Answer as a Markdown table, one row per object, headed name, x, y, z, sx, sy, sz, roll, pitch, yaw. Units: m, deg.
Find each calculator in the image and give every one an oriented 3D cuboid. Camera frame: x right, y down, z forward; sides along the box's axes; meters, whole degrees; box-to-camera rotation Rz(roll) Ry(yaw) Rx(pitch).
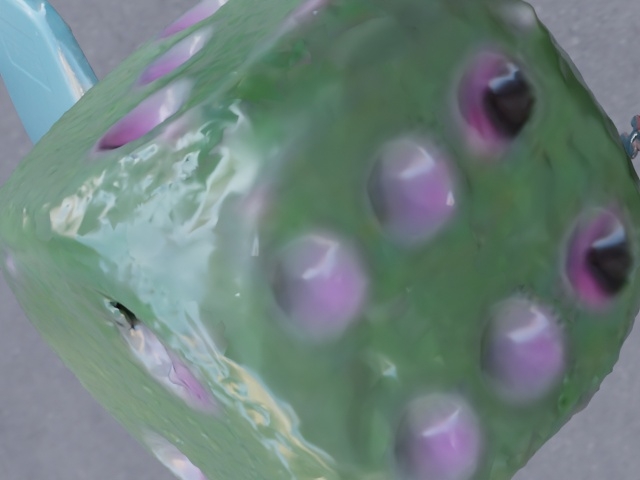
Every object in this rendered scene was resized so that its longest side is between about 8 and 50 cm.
| name | x | y | z | sx | sy | sz | roll | pitch | yaw |
| --- | --- | --- | --- | --- | --- | --- | --- | --- | --- |
| calculator | -0.304 | -0.165 | 1.988 | 0.256 | 0.054 | 0.386 | 35 | 152 | 44 |

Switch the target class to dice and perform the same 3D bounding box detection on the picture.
| name | x | y | z | sx | sy | sz | roll | pitch | yaw |
| --- | --- | --- | --- | --- | --- | --- | --- | --- | --- |
| dice | 0.000 | 0.000 | 1.135 | 0.318 | 0.322 | 0.330 | 52 | 159 | -19 |

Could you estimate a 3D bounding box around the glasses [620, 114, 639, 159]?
| name | x | y | z | sx | sy | sz | roll | pitch | yaw |
| --- | --- | --- | --- | --- | --- | --- | --- | --- | --- |
| glasses | 0.315 | -0.073 | 1.137 | 0.255 | 0.095 | 0.162 | -24 | 58 | 39 |
